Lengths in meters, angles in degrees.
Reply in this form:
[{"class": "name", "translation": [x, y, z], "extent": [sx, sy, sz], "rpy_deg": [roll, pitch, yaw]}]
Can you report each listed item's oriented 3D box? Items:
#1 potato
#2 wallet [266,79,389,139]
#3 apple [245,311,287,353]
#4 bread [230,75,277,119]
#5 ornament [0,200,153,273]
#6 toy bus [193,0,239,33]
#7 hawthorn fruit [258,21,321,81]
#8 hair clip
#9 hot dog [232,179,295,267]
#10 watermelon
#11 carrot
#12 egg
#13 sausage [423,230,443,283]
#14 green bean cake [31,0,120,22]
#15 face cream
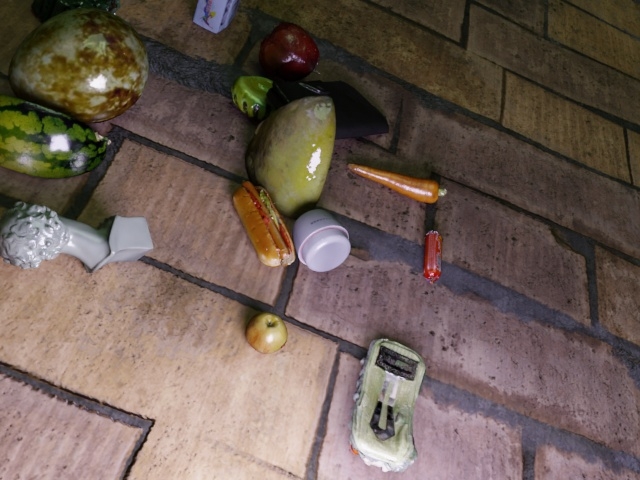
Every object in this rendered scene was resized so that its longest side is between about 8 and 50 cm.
[{"class": "potato", "translation": [-0.066, -0.224, 1.929], "extent": [0.112, 0.255, 0.269], "rpy_deg": [-2, 52, -32]}, {"class": "wallet", "translation": [0.025, -0.327, 2.180], "extent": [0.197, 0.051, 0.378], "rpy_deg": [49, 31, 17]}, {"class": "apple", "translation": [-0.102, 0.175, 1.671], "extent": [0.084, 0.071, 0.084], "rpy_deg": [16, 43, -15]}, {"class": "bread", "translation": [-0.151, -0.346, 2.131], "extent": [0.130, 0.071, 0.139], "rpy_deg": [42, 39, 16]}, {"class": "ornament", "translation": [-0.448, -0.001, 1.604], "extent": [0.285, 0.130, 0.120], "rpy_deg": [4, 62, -26]}, {"class": "toy bus", "translation": [-0.237, -0.682, 2.211], "extent": [0.109, 0.329, 0.136], "rpy_deg": [29, 53, -1]}, {"class": "hawthorn fruit", "translation": [-0.072, -0.474, 2.250], "extent": [0.172, 0.148, 0.148], "rpy_deg": [34, 41, -14]}, {"class": "hair clip", "translation": [0.120, 0.320, 1.651], "extent": [0.138, 0.091, 0.321], "rpy_deg": [20, 31, 1]}, {"class": "hot dog", "translation": [-0.123, -0.041, 1.869], "extent": [0.092, 0.062, 0.235], "rpy_deg": [-12, 56, -30]}, {"class": "watermelon", "translation": [-0.572, -0.230, 1.747], "extent": [0.304, 0.128, 0.159], "rpy_deg": [17, 44, -15]}, {"class": "carrot", "translation": [0.183, -0.142, 2.147], "extent": [0.257, 0.061, 0.061], "rpy_deg": [14, 44, -2]}, {"class": "egg", "translation": [-0.503, -0.359, 1.832], "extent": [0.290, 0.238, 0.238], "rpy_deg": [-27, 65, -22]}, {"class": "sausage", "translation": [0.259, 0.043, 2.012], "extent": [0.048, 0.050, 0.145], "rpy_deg": [17, 45, -7]}, {"class": "green bean cake", "translation": [-0.550, -0.552, 2.080], "extent": [0.193, 0.107, 0.208], "rpy_deg": [44, 43, 16]}, {"class": "face cream", "translation": [0.000, 0.000, 1.859], "extent": [0.117, 0.117, 0.104], "rpy_deg": [-2, 43, -31]}]
